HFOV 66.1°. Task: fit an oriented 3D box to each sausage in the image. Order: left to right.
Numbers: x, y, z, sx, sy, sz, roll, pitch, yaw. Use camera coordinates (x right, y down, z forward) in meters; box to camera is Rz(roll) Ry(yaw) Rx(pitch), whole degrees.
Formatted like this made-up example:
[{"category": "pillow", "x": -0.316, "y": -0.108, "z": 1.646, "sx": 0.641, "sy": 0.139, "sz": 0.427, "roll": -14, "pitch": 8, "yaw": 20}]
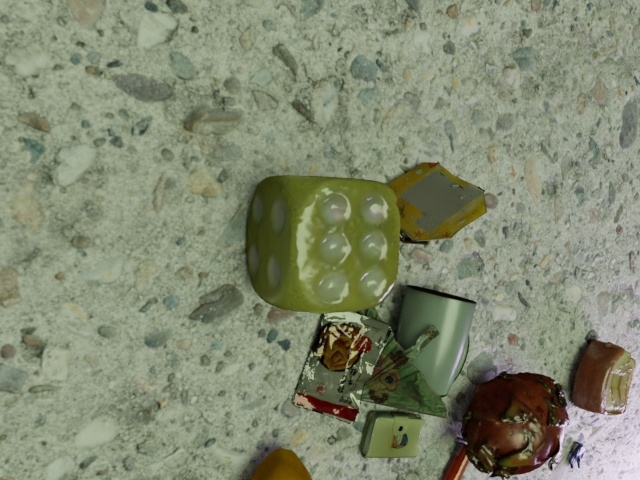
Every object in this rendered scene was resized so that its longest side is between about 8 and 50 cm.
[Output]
[{"category": "sausage", "x": 0.359, "y": 0.607, "z": 1.297, "sx": 0.145, "sy": 0.050, "sz": 0.048, "roll": -59, "pitch": 159, "yaw": -12}]

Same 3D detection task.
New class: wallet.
[{"category": "wallet", "x": 0.174, "y": 0.467, "z": 1.185, "sx": 0.155, "sy": 0.039, "sz": 0.110, "roll": 14, "pitch": 92, "yaw": -29}]

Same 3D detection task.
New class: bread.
[{"category": "bread", "x": 0.877, "y": 0.426, "z": 1.524, "sx": 0.190, "sy": 0.123, "sz": 0.244, "roll": 7, "pitch": 90, "yaw": -28}]

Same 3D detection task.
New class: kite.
[{"category": "kite", "x": 0.152, "y": 0.273, "z": 1.084, "sx": 0.268, "sy": 0.013, "sz": 0.322, "roll": -39, "pitch": 73, "yaw": 17}]

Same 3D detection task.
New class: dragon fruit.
[{"category": "dragon fruit", "x": 0.494, "y": 0.473, "z": 1.260, "sx": 0.250, "sy": 0.250, "sz": 0.315, "roll": 53, "pitch": 53, "yaw": -23}]

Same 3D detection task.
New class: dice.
[{"category": "dice", "x": 0.000, "y": 0.000, "z": 0.930, "sx": 0.227, "sy": 0.233, "sz": 0.238, "roll": -1, "pitch": 95, "yaw": -28}]

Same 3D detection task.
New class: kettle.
[{"category": "kettle", "x": 0.274, "y": 0.241, "z": 1.151, "sx": 0.221, "sy": 0.161, "sz": 0.236, "roll": 13, "pitch": 89, "yaw": -39}]

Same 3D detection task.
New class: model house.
[{"category": "model house", "x": 0.246, "y": -0.047, "z": 1.123, "sx": 0.219, "sy": 0.207, "sz": 0.135, "roll": -37, "pitch": 148, "yaw": -22}]

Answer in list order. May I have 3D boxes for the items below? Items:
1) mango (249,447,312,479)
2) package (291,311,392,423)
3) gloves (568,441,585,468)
[{"category": "mango", "x": -0.070, "y": 0.598, "z": 0.983, "sx": 0.199, "sy": 0.201, "sz": 0.349, "roll": -6, "pitch": 90, "yaw": -55}, {"category": "package", "x": 0.047, "y": 0.270, "z": 1.077, "sx": 0.154, "sy": 0.030, "sz": 0.239, "roll": 21, "pitch": 90, "yaw": -3}, {"category": "gloves", "x": 0.823, "y": 0.690, "z": 1.574, "sx": 0.064, "sy": 0.026, "sz": 0.086, "roll": 30, "pitch": 80, "yaw": -30}]
